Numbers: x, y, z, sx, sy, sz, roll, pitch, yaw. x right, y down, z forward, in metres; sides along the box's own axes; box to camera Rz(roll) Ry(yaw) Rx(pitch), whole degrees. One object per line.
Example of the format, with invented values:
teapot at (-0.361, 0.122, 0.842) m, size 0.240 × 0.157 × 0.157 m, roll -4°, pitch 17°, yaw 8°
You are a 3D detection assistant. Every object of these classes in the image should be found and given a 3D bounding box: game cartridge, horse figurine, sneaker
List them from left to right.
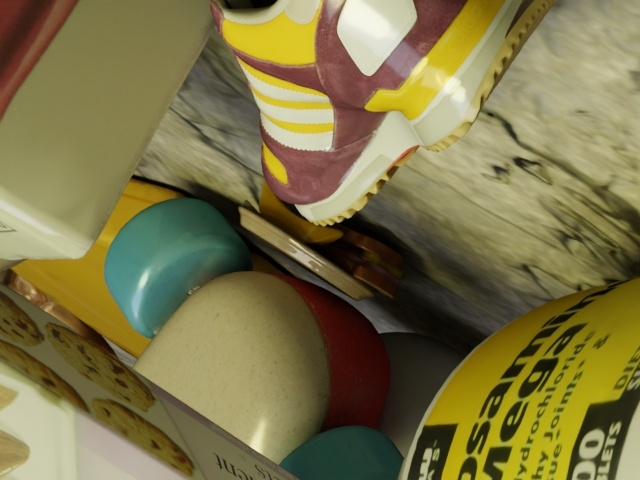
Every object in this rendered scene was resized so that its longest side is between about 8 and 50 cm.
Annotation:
horse figurine at (-0.240, 0.029, 1.438) m, size 0.174 × 0.066 × 0.263 m, roll 38°, pitch 169°, yaw -24°
game cartridge at (-0.089, 0.037, 1.221) m, size 0.285 × 0.053 × 0.323 m, roll 16°, pitch 161°, yaw 43°
sneaker at (0.004, -0.062, 0.590) m, size 0.084 × 0.069 × 0.185 m, roll 38°, pitch 160°, yaw -6°

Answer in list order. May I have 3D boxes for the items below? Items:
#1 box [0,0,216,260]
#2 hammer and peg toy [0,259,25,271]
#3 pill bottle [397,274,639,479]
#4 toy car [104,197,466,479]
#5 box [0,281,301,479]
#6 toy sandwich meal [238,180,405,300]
box at (-0.160, -0.104, 0.604) m, size 0.232 × 0.127 × 0.148 m, roll 33°, pitch 166°, yaw -23°
hammer and peg toy at (-0.253, -0.029, 0.795) m, size 0.361 × 0.266 × 0.127 m, roll 85°, pitch 161°, yaw -82°
pill bottle at (0.134, 0.102, 0.664) m, size 0.188 × 0.188 × 0.334 m, roll 30°, pitch 167°, yaw -8°
toy car at (0.007, 0.120, 1.010) m, size 0.238 × 0.210 × 0.219 m, roll 8°, pitch -149°, yaw -40°
box at (-0.101, 0.076, 0.746) m, size 0.324 × 0.063 × 0.067 m, roll 37°, pitch -164°, yaw -30°
toy sandwich meal at (0.000, 0.000, 0.919) m, size 0.085 × 0.029 × 0.085 m, roll 33°, pitch 178°, yaw 1°
